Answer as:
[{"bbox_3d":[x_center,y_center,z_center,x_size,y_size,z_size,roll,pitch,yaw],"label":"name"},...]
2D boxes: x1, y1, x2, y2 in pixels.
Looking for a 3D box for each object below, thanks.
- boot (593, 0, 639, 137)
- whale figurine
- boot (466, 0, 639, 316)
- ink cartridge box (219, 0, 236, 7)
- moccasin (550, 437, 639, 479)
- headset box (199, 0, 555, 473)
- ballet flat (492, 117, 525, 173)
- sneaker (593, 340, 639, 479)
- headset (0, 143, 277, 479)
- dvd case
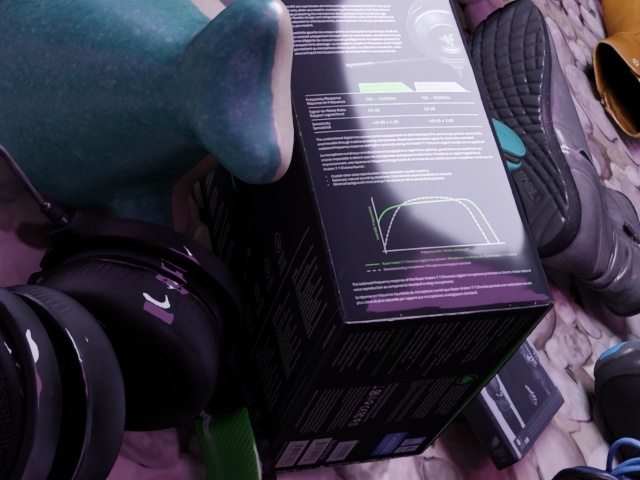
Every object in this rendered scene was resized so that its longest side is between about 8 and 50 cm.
[{"bbox_3d":[0.435,-0.278,1.633,0.211,0.104,0.295,-4,69,-51],"label":"boot"},{"bbox_3d":[-0.120,-0.096,0.715,0.141,0.272,0.216,-6,104,-34],"label":"whale figurine"},{"bbox_3d":[0.265,-0.088,1.299,0.223,0.118,0.338,29,49,-42],"label":"boot"},{"bbox_3d":[-0.055,-0.288,1.089,0.140,0.082,0.190,15,50,-43],"label":"ink cartridge box"},{"bbox_3d":[0.232,0.228,0.945,0.342,0.138,0.117,-7,53,-45],"label":"moccasin"},{"bbox_3d":[0.013,-0.021,0.789,0.131,0.246,0.283,-4,60,-18],"label":"headset box"},{"bbox_3d":[0.084,-0.116,1.106,0.247,0.087,0.083,31,29,-26],"label":"ballet flat"},{"bbox_3d":[0.371,0.251,1.113,0.341,0.125,0.140,55,40,4],"label":"sneaker"},{"bbox_3d":[-0.164,0.072,0.662,0.243,0.185,0.394,-35,105,-59],"label":"headset"},{"bbox_3d":[0.128,0.067,1.029,0.238,0.029,0.179,59,24,5],"label":"dvd case"}]
